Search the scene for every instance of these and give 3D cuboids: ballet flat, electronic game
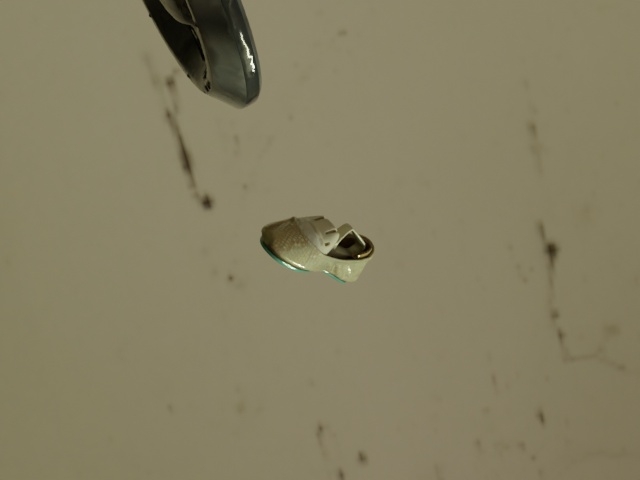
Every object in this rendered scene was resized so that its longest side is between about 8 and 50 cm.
[{"bbox_3d":[0.000,0.000,1.444,0.052,0.168,0.057,-44,-111,12],"label":"ballet flat"},{"bbox_3d":[-0.103,-0.201,1.174,0.048,0.229,0.229,-27,-147,-11],"label":"electronic game"}]
